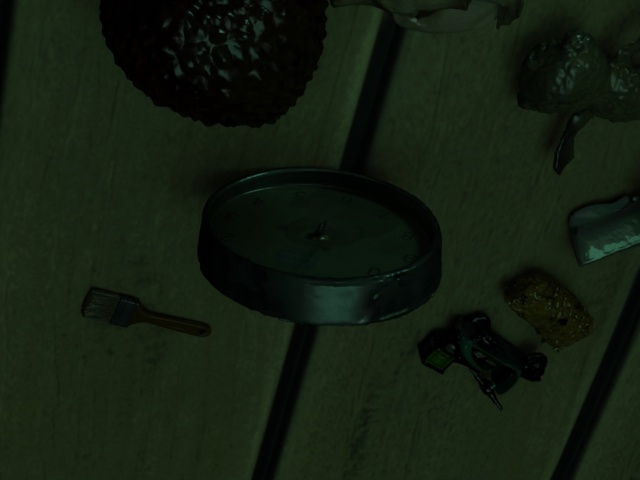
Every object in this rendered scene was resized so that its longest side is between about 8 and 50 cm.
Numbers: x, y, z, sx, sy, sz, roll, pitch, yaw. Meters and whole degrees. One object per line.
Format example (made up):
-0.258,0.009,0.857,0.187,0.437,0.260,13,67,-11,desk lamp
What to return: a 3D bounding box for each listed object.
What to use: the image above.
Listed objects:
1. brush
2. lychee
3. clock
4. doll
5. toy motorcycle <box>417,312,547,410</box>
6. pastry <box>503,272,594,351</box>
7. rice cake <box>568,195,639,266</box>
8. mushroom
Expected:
-0.212,0.095,1.757,0.170,0.014,0.043,16,117,-26,brush
-0.102,-0.225,1.431,0.236,0.236,0.271,-31,142,7,lychee
0.000,0.000,1.583,0.281,0.280,0.055,-2,120,-14,clock
0.367,-0.180,1.680,0.286,0.091,0.202,-5,144,-9,doll
0.223,0.160,1.895,0.173,0.058,0.100,29,120,-29,toy motorcycle
0.302,0.091,1.869,0.080,0.056,0.140,-30,133,16,pastry
0.453,-0.051,1.818,0.290,0.051,0.081,-24,94,1,rice cake
0.107,-0.318,1.436,0.195,0.189,0.253,0,170,6,mushroom
